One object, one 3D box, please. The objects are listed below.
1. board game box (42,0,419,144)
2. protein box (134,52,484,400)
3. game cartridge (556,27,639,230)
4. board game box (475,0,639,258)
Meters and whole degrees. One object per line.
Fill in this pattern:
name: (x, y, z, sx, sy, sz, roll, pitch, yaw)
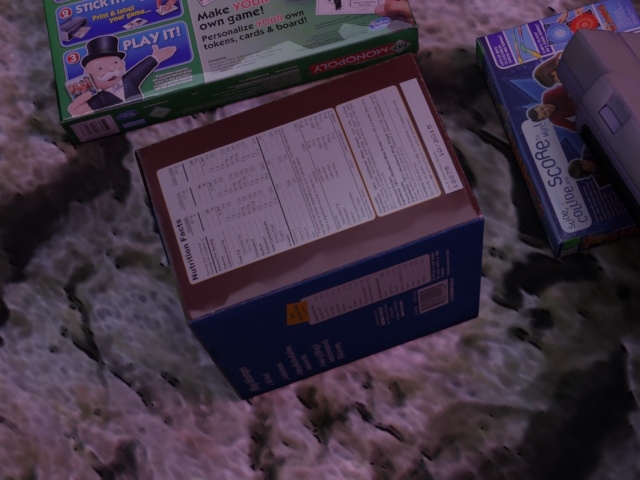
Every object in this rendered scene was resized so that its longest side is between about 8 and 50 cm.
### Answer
board game box: (-0.091, -0.226, 0.981, 0.317, 0.046, 0.214, -14, 66, 1)
protein box: (0.000, 0.000, 0.791, 0.201, 0.200, 0.136, -19, 66, -1)
game cartridge: (0.322, -0.016, 0.738, 0.230, 0.068, 0.355, -2, 46, -18)
board game box: (0.224, -0.098, 0.893, 0.136, 0.035, 0.201, -16, 66, 0)
